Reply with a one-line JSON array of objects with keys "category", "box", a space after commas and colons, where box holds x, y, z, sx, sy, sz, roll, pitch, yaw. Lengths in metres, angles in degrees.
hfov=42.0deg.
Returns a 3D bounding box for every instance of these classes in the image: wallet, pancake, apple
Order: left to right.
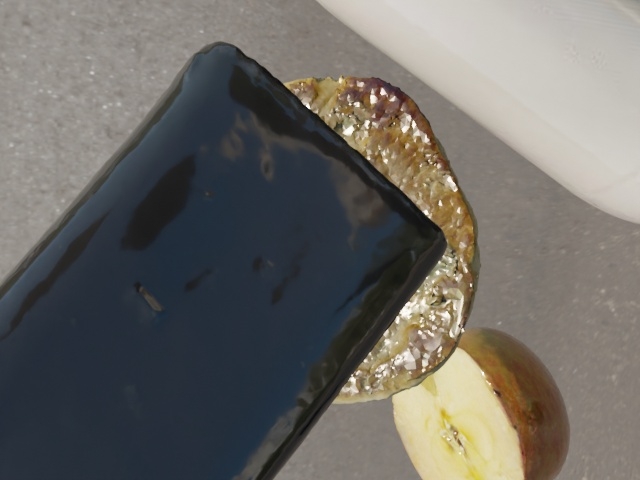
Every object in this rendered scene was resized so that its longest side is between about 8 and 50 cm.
[{"category": "wallet", "box": [-0.113, 0.085, 0.550, 0.228, 0.062, 0.406, 41, 79, -10]}, {"category": "pancake", "box": [-0.001, 0.000, 0.880, 0.356, 0.065, 0.356, 0, 91, 18]}, {"category": "apple", "box": [0.246, 0.248, 1.178, 0.251, 0.163, 0.293, 62, 153, 16]}]

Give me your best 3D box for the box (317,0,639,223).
[{"category": "box", "box": [0.129, -0.164, 0.555, 0.349, 0.288, 0.141, 34, 112, -12]}]
